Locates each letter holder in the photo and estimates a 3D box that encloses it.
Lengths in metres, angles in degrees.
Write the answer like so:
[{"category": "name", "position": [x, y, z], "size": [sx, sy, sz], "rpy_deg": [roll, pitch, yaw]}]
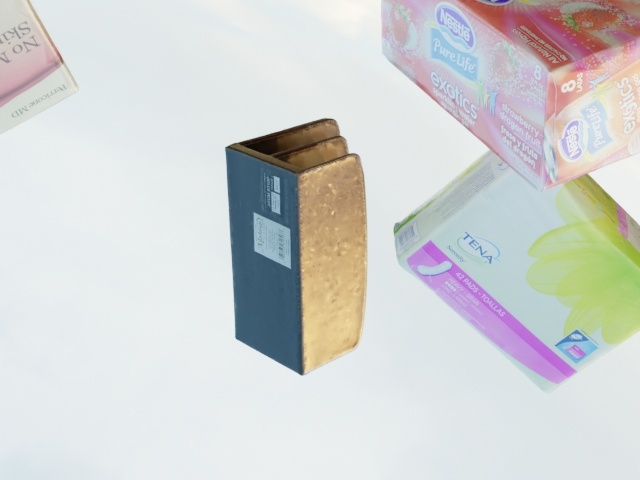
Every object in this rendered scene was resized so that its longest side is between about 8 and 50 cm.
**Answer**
[{"category": "letter holder", "position": [0.000, 0.000, 1.652], "size": [0.214, 0.301, 0.152], "rpy_deg": [-20, -150, -38]}]

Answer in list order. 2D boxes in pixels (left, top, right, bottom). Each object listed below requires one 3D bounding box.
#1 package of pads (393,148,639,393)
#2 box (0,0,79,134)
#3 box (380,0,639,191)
[{"category": "package of pads", "position": [0.268, 0.024, 1.419], "size": [0.296, 0.229, 0.101], "rpy_deg": [40, -153, -19]}, {"category": "box", "position": [-0.368, -0.226, 1.180], "size": [0.127, 0.149, 0.232], "rpy_deg": [56, 173, 33]}, {"category": "box", "position": [0.196, -0.200, 1.172], "size": [0.154, 0.142, 0.300], "rpy_deg": [-21, -137, -18]}]
